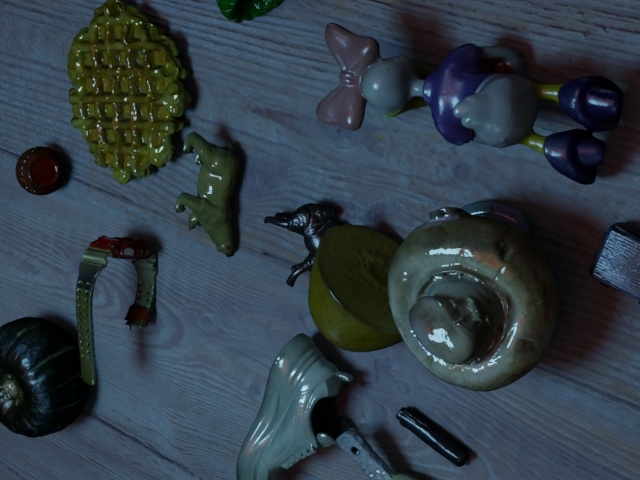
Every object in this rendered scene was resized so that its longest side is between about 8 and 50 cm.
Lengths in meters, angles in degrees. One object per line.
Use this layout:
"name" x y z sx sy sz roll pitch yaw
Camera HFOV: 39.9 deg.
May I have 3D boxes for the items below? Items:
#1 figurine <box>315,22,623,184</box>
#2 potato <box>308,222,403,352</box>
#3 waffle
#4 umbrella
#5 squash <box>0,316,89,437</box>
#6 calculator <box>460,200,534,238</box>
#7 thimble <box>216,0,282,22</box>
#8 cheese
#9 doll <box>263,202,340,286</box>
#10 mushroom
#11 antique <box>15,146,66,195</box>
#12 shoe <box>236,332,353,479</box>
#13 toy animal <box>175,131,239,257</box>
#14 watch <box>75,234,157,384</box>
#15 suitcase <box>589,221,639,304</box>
"figurine" 0.191 -0.185 1.187 0.421 0.193 0.154 22 114 35
"potato" 0.055 0.094 1.361 0.203 0.178 0.158 26 137 -13
"waffle" -0.358 -0.274 1.630 0.325 0.068 0.302 50 123 14
"umbrella" 0.176 0.310 1.389 0.133 0.031 0.036 35 115 26
"squash" -0.602 0.287 1.845 0.252 0.165 0.252 9 107 33
"calculator" 0.253 0.064 1.280 0.141 0.045 0.246 -6 96 36
"thimble" -0.112 -0.415 1.402 0.130 0.118 0.090 -24 80 9
"cheese" 0.117 0.394 1.411 0.235 0.050 0.127 48 132 -1
"doll" 0.000 0.000 1.440 0.165 0.057 0.139 -18 86 27
"mushroom" 0.196 0.077 1.186 0.255 0.184 0.255 22 125 35
"antique" -0.565 -0.141 1.781 0.104 0.104 0.104 7 103 34
"shoe" -0.029 0.321 1.486 0.159 0.124 0.316 24 113 21
"toy animal" -0.189 -0.078 1.545 0.101 0.103 0.219 12 102 8
"watch" -0.385 0.123 1.660 0.102 0.165 0.268 9 102 35
"suitcase" 0.420 0.034 1.147 0.126 0.059 0.086 30 113 27
